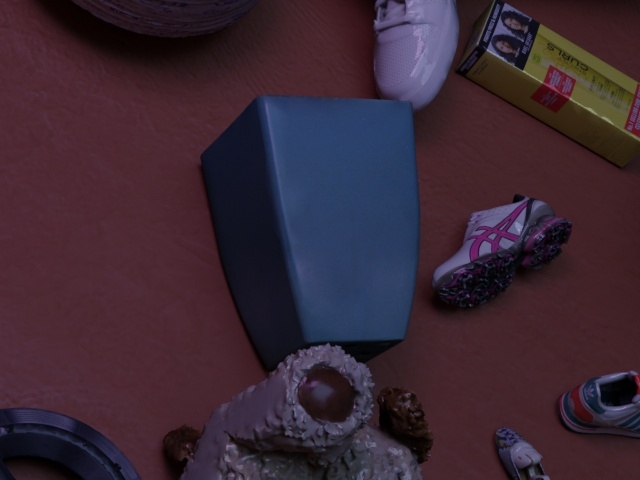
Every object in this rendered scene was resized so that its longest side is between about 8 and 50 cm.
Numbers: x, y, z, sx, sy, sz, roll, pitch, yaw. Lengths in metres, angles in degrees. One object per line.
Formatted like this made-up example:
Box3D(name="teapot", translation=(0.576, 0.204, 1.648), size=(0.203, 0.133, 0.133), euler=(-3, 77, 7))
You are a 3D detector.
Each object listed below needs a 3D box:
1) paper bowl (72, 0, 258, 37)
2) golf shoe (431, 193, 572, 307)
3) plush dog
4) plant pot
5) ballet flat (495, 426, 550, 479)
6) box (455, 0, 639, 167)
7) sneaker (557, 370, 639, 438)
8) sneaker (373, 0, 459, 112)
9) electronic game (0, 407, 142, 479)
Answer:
Box3D(name="paper bowl", translation=(-0.175, -0.337, 1.651), size=(0.284, 0.148, 0.284), euler=(12, 59, -20))
Box3D(name="golf shoe", translation=(0.178, 0.010, 1.693), size=(0.186, 0.067, 0.086), euler=(-27, 51, -33))
Box3D(name="plush dog", translation=(-0.007, 0.228, 1.437), size=(0.225, 0.210, 0.262), euler=(21, 84, -31))
Box3D(name="plant pot", translation=(0.000, 0.000, 1.552), size=(0.166, 0.165, 0.234), euler=(-1, 72, -26))
Box3D(name="ballet flat", translation=(0.213, 0.234, 1.596), size=(0.041, 0.041, 0.114), euler=(-13, 70, -31))
Box3D(name="box", translation=(0.276, -0.181, 1.838), size=(0.232, 0.058, 0.087), euler=(30, 54, -8))
Box3D(name="sneaker", translation=(0.332, 0.168, 1.666), size=(0.161, 0.075, 0.057), euler=(3, 63, -24))
Box3D(name="sneaker", translation=(0.071, -0.292, 1.726), size=(0.169, 0.108, 0.292), euler=(35, 53, -42))
Box3D(name="electronic game", translation=(-0.249, 0.252, 1.359), size=(0.229, 0.048, 0.229), euler=(11, 61, -20))
